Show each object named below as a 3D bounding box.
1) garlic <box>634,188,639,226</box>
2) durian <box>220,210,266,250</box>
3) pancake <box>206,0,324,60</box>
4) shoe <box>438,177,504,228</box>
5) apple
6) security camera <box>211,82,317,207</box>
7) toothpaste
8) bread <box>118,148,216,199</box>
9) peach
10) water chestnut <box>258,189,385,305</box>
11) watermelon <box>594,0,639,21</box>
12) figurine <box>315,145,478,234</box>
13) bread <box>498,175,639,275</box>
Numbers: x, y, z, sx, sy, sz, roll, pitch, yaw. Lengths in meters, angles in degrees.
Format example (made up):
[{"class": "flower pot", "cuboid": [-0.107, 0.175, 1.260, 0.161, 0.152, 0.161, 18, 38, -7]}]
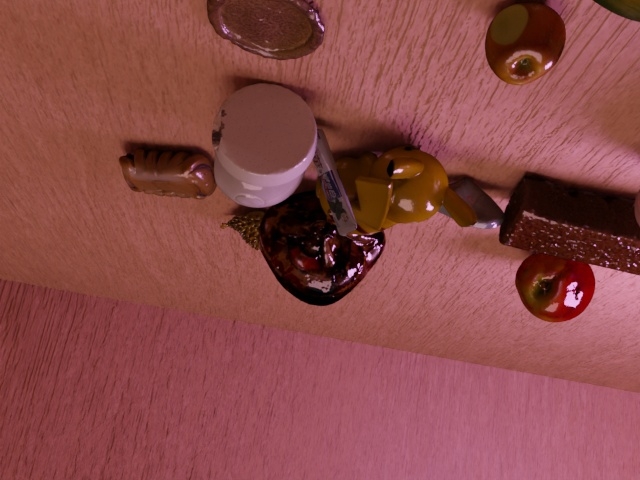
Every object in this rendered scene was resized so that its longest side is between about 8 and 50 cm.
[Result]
[{"class": "garlic", "cuboid": [0.671, -0.084, 1.361, 0.281, 0.203, 0.184, 3, 141, 29]}, {"class": "durian", "cuboid": [-0.172, -0.025, 2.080, 0.208, 0.102, 0.146, 6, 167, 21]}, {"class": "pancake", "cuboid": [-0.086, -0.339, 1.261, 0.199, 0.021, 0.199, 10, 161, 3]}, {"class": "shoe", "cuboid": [0.293, -0.090, 1.690, 0.195, 0.079, 0.078, 20, 128, 16]}, {"class": "apple", "cuboid": [0.289, -0.274, 1.140, 0.114, 0.102, 0.099, -7, 153, 38]}, {"class": "security camera", "cuboid": [-0.108, -0.163, 1.521, 0.195, 0.194, 0.236, 11, 163, -3]}, {"class": "toothpaste", "cuboid": [0.017, -0.123, 1.548, 0.038, 0.233, 0.060, -18, 177, -33]}, {"class": "bread", "cuboid": [-0.348, -0.155, 1.818, 0.225, 0.081, 0.134, 7, 156, 12]}, {"class": "peach", "cuboid": [0.578, 0.106, 1.976, 0.197, 0.197, 0.197, 9, 161, 3]}, {"class": "water chestnut", "cuboid": [0.000, 0.000, 1.856, 0.289, 0.289, 0.244, 15, 129, -14]}, {"class": "watermelon", "cuboid": [0.344, -0.326, 0.770, 0.242, 0.242, 0.242, 9, 161, 3]}, {"class": "figurine", "cuboid": [0.127, -0.102, 1.604, 0.327, 0.169, 0.218, -14, 142, 44]}, {"class": "bread", "cuboid": [0.592, -0.020, 1.678, 0.417, 0.113, 0.165, 13, 155, -2]}]
